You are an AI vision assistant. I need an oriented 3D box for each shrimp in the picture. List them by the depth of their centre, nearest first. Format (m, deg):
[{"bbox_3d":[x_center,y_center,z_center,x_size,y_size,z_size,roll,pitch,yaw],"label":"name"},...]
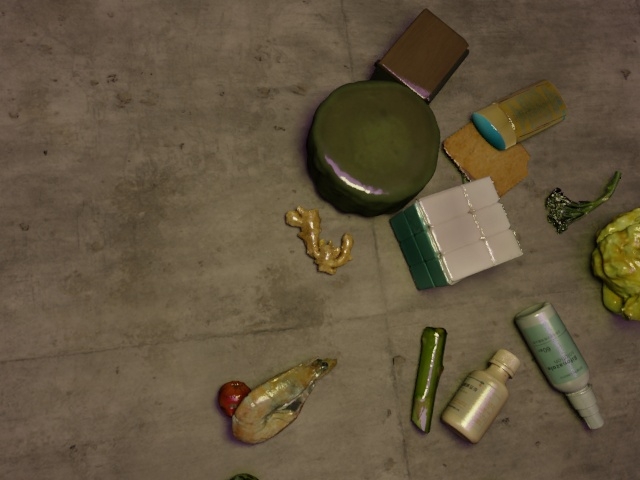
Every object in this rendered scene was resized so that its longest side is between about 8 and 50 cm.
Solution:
[{"bbox_3d":[-0.080,0.396,1.357,0.317,0.077,0.168,-27,127,-24],"label":"shrimp"}]

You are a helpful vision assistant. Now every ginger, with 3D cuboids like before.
[{"bbox_3d":[0.000,0.000,1.456,0.194,0.052,0.176,4,74,-10],"label":"ginger"}]

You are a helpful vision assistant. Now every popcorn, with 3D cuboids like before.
[{"bbox_3d":[0.898,0.047,1.483,0.336,0.274,0.278,-23,82,-12],"label":"popcorn"}]

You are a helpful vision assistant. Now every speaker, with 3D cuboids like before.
[{"bbox_3d":[0.274,-0.495,1.536,0.193,0.153,0.230,39,77,0],"label":"speaker"}]

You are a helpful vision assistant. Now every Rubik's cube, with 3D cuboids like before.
[{"bbox_3d":[0.346,-0.015,1.425,0.222,0.231,0.224,-20,85,-12],"label":"Rubik's cube"}]

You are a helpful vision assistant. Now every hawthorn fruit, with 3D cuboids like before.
[{"bbox_3d":[-0.212,0.396,1.343,0.093,0.093,0.093,2,80,-9],"label":"hawthorn fruit"}]

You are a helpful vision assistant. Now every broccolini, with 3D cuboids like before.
[{"bbox_3d":[0.773,-0.141,1.603,0.272,0.062,0.123,-35,102,-8],"label":"broccolini"}]

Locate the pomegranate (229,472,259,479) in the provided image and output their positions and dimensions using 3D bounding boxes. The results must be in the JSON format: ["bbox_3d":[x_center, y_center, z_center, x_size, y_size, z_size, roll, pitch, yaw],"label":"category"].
[{"bbox_3d":[-0.202,0.619,1.291,0.162,0.122,0.122,-5,80,18],"label":"pomegranate"}]

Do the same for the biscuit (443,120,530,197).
[{"bbox_3d":[0.497,-0.249,1.587,0.237,0.013,0.232,-35,88,-20],"label":"biscuit"}]

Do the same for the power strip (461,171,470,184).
[{"bbox_3d":[0.436,-0.181,1.576,0.051,0.019,0.136,-5,81,-13],"label":"power strip"}]

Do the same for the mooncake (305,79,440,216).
[{"bbox_3d":[0.135,-0.245,1.451,0.357,0.194,0.356,3,77,-11],"label":"mooncake"}]

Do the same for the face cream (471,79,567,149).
[{"bbox_3d":[0.588,-0.367,1.596,0.285,0.067,0.139,-27,84,-18],"label":"face cream"}]

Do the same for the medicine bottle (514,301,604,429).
[{"bbox_3d":[0.662,0.343,1.474,0.110,0.110,0.351,-28,85,-13],"label":"medicine bottle"}]

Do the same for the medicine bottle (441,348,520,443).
[{"bbox_3d":[0.430,0.401,1.424,0.114,0.114,0.252,41,77,-1],"label":"medicine bottle"}]

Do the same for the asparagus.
[{"bbox_3d":[0.285,0.366,1.437,0.067,0.060,0.277,20,77,-25],"label":"asparagus"}]
